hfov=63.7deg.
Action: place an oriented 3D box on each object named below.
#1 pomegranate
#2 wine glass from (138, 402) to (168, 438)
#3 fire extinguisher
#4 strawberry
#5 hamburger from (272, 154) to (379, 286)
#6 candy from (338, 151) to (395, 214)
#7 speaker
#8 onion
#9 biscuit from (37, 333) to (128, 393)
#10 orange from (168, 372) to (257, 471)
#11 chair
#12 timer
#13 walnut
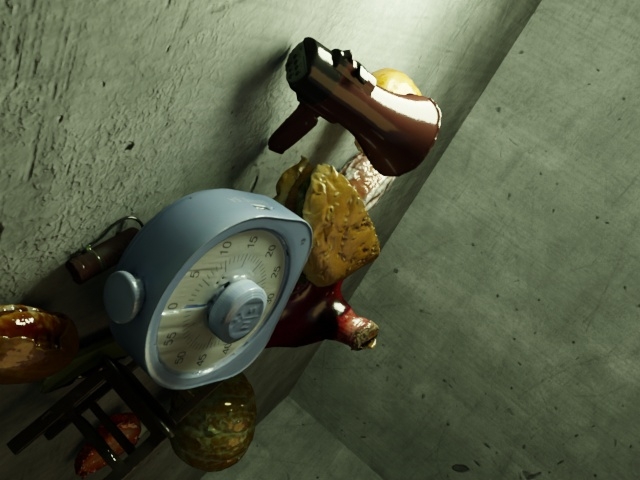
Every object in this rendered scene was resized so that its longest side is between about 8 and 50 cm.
[{"bbox_3d":[0.159,-0.329,1.297,0.207,0.207,0.207,-48,164,-18],"label":"pomegranate"},{"bbox_3d":[-0.511,0.532,1.479,0.072,0.072,0.155,-59,165,22],"label":"wine glass"},{"bbox_3d":[-0.340,0.009,0.852,0.157,0.045,0.078,-37,137,-42],"label":"fire extinguisher"},{"bbox_3d":[-0.552,0.510,1.316,0.188,0.082,0.121,-39,142,-15],"label":"strawberry"},{"bbox_3d":[-0.003,0.001,1.137,0.209,0.162,0.330,-47,139,-13],"label":"hamburger"},{"bbox_3d":[0.134,-0.184,1.606,0.289,0.157,0.214,-51,-179,-34],"label":"candy"},{"bbox_3d":[0.044,-0.270,1.068,0.330,0.259,0.198,20,74,-35],"label":"speaker"},{"bbox_3d":[-0.038,0.169,1.396,0.398,0.420,0.398,-42,168,-11],"label":"onion"},{"bbox_3d":[-0.431,0.222,1.060,0.099,0.038,0.322,-51,166,25],"label":"biscuit"},{"bbox_3d":[-0.336,0.533,1.585,0.249,0.329,0.329,11,123,-30],"label":"orange"},{"bbox_3d":[-0.361,0.322,1.062,0.416,0.203,0.240,-41,174,-19],"label":"chair"},{"bbox_3d":[-0.198,0.096,0.924,0.395,0.173,0.395,-36,146,-30],"label":"timer"},{"bbox_3d":[-0.444,0.152,0.755,0.115,0.116,0.207,-54,158,4],"label":"walnut"}]
